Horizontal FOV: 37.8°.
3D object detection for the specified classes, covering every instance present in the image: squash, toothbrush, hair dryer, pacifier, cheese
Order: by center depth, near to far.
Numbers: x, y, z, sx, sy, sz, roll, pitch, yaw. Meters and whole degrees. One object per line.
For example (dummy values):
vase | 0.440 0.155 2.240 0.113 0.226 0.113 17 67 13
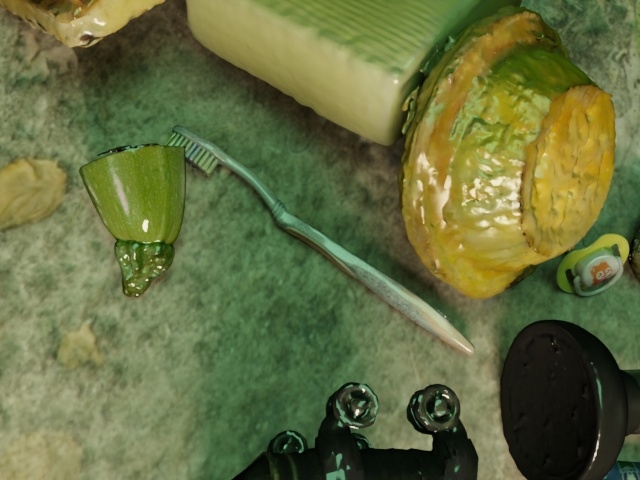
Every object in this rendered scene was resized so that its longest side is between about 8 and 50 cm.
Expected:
hair dryer | 0.356 0.185 0.814 0.320 0.284 0.155 5 110 -13
squash | -0.163 -0.017 0.878 0.105 0.105 0.132 -12 86 -16
toothbrush | 0.000 0.000 0.930 0.375 0.028 0.037 35 72 4
cheese | 0.036 -0.246 0.943 0.265 0.124 0.242 33 67 23
pacifier | 0.277 0.019 0.972 0.083 0.068 0.064 -29 41 1

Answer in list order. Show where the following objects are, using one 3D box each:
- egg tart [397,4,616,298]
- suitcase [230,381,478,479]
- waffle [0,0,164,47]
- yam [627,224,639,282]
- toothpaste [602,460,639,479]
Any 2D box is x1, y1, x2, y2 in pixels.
egg tart | 0.187 -0.070 0.874 0.118 0.288 0.288 20 59 40
suitcase | 0.007 0.337 0.664 0.194 0.283 0.434 3 69 -14
waffle | -0.161 -0.352 0.919 0.376 0.114 0.261 -38 44 -18
yam | 0.390 -0.029 0.994 0.078 0.078 0.179 34 67 3
toothpaste | 0.315 0.235 0.899 0.197 0.035 0.057 2 52 -9
